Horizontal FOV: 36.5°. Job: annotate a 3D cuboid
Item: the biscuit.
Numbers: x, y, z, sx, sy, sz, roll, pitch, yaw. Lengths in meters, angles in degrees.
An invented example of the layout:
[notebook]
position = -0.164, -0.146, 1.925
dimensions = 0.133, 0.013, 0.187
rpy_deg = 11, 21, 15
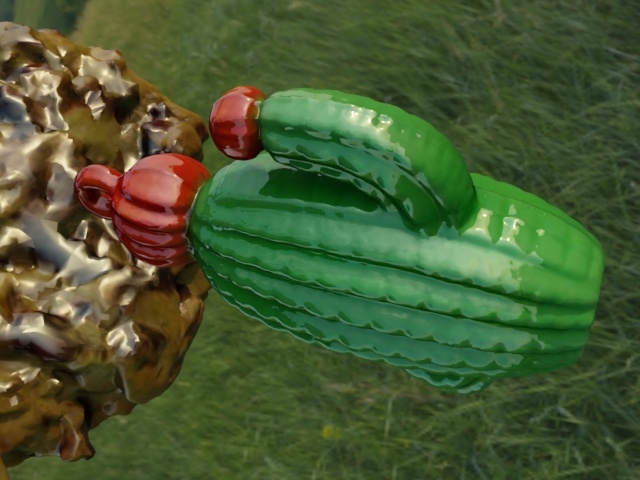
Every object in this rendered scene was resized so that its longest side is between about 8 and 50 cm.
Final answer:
[biscuit]
position = -0.205, -0.010, 0.636
dimensions = 0.334, 0.289, 0.081
rpy_deg = -64, 3, -32

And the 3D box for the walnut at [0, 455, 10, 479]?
[walnut]
position = -0.264, 0.134, 0.335
dimensions = 0.308, 0.354, 0.398
rpy_deg = -51, 30, 3

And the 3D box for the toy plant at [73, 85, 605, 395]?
[toy plant]
position = 0.010, -0.004, 0.439
dimensions = 0.154, 0.240, 0.088
rpy_deg = -51, 13, 53
